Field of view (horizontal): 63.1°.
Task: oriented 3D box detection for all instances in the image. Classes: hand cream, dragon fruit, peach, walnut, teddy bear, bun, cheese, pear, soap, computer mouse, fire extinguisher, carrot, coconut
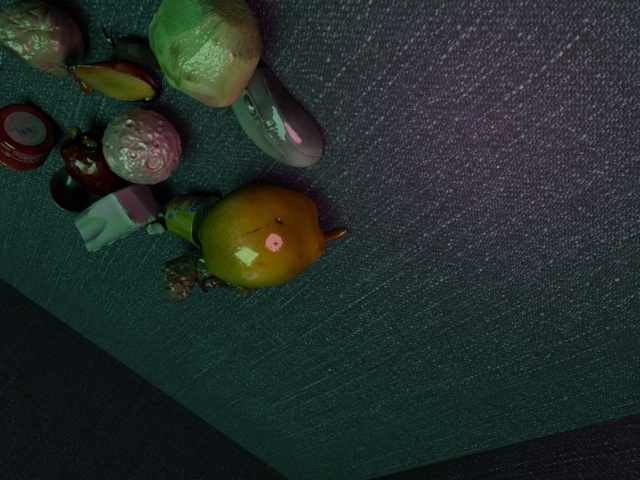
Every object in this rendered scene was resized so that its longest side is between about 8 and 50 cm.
[{"bbox_3d":[-1.134,-0.391,1.979,0.230,0.230,0.149,46,135,-17],"label":"hand cream"},{"bbox_3d":[-0.682,-0.062,2.167,0.083,0.060,0.056,-12,120,3],"label":"dragon fruit"},{"bbox_3d":[-0.651,-0.520,1.662,0.189,0.068,0.279,-18,157,40],"label":"peach"},{"bbox_3d":[-0.831,-0.286,1.926,0.243,0.222,0.269,28,148,18],"label":"walnut"},{"bbox_3d":[-0.470,0.129,2.092,0.357,0.225,0.367,-2,175,-27],"label":"teddy bear"},{"bbox_3d":[-0.869,-0.643,1.621,0.281,0.281,0.205,35,95,-6],"label":"bun"},{"bbox_3d":[-0.740,-0.552,1.764,0.255,0.037,0.106,-1,128,30],"label":"cheese"},{"bbox_3d":[-0.197,-0.019,1.745,0.417,0.363,0.363,-11,130,-3],"label":"pear"},{"bbox_3d":[-0.788,-0.087,2.015,0.446,0.261,0.156,-17,102,44],"label":"soap"},{"bbox_3d":[-0.145,-0.359,1.580,0.188,0.122,0.371,-25,111,40],"label":"computer mouse"},{"bbox_3d":[-0.547,-0.587,1.605,0.267,0.072,0.089,18,141,11],"label":"fire extinguisher"},{"bbox_3d":[0.000,0.000,1.884,0.247,0.043,0.043,-20,118,37],"label":"carrot"},{"bbox_3d":[-0.310,-0.512,1.401,0.328,0.281,0.329,16,124,26],"label":"coconut"}]

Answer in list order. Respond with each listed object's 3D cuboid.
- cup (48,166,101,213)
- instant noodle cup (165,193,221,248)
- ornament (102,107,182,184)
[{"bbox_3d":[-1.014,-0.196,2.149,0.199,0.199,0.150,45,152,-16],"label":"cup"},{"bbox_3d":[-0.473,-0.081,1.949,0.152,0.205,0.205,16,135,22],"label":"instant noodle cup"},{"bbox_3d":[-0.593,-0.319,1.745,0.259,0.259,0.225,31,107,-2],"label":"ornament"}]
